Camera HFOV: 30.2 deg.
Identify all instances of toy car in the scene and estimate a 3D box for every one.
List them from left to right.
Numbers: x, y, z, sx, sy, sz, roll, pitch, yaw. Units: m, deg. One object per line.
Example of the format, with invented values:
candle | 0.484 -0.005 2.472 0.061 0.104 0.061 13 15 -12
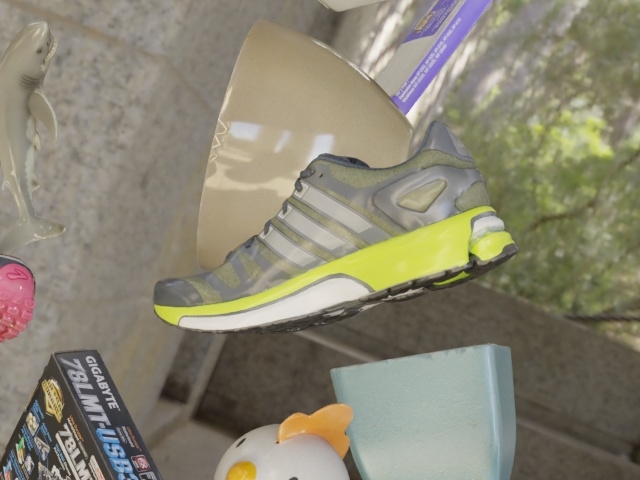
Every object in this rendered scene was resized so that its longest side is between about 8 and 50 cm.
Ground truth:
toy car | -0.059 0.221 0.937 0.219 0.238 0.210 27 -6 39

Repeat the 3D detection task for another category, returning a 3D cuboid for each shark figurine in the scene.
shark figurine | -0.378 -0.125 1.399 0.116 0.278 0.166 -3 15 -31

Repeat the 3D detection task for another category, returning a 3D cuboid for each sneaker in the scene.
sneaker | -0.333 0.003 0.972 0.299 0.112 0.121 13 -17 42
sneaker | 0.000 0.000 0.919 0.300 0.121 0.111 -17 -12 21

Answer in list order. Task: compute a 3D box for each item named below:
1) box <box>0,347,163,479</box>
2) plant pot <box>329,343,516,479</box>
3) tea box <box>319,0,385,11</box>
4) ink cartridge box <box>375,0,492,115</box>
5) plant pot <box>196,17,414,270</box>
box | -0.289 0.333 1.418 0.073 0.293 0.295 -1 44 -42
plant pot | 0.176 0.302 1.810 0.247 0.252 0.248 -10 -9 14
tea box | 0.067 -0.338 0.769 0.324 0.219 0.329 -9 -17 29
ink cartridge box | 0.145 -0.253 1.557 0.045 0.206 0.208 37 -3 -10
plant pot | -0.004 -0.082 1.300 0.191 0.284 0.284 14 -1 3
